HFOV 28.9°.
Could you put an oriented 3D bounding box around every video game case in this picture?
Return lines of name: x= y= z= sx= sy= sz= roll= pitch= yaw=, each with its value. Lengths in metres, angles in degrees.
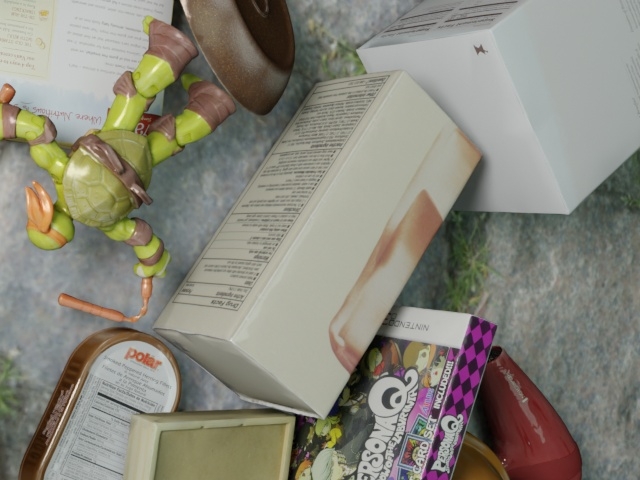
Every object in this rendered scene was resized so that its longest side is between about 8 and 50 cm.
video game case: x=0.049 y=0.171 z=1.139 sx=0.042 sy=0.210 sz=0.232 roll=25 pitch=78 yaw=-32

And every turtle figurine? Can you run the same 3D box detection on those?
turtle figurine: x=-0.174 y=-0.073 z=0.989 sx=0.217 sy=0.087 sz=0.269 roll=-52 pitch=122 yaw=-17

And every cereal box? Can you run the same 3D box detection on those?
cereal box: x=-0.208 y=-0.197 z=1.038 sx=0.173 sy=0.047 sz=0.240 roll=7 pitch=90 yaw=-35

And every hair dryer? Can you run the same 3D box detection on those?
hair dryer: x=0.187 y=0.258 z=1.320 sx=0.224 sy=0.080 sz=0.293 roll=7 pitch=88 yaw=-35

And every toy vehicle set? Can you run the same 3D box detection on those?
toy vehicle set: x=-0.110 y=0.286 z=1.112 sx=0.166 sy=0.035 sz=0.266 roll=7 pitch=92 yaw=-44

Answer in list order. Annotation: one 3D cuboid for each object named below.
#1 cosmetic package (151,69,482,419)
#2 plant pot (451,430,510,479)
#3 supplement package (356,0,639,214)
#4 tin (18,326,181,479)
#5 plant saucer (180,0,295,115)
cosmetic package: x=0.000 y=0.000 z=1.133 sx=0.129 sy=0.153 sz=0.296 roll=43 pitch=70 yaw=-28
plant pot: x=0.115 y=0.282 z=1.174 sx=0.205 sy=0.188 sz=0.205 roll=-2 pitch=95 yaw=-19
supplement package: x=0.221 y=-0.179 z=1.251 sx=0.263 sy=0.198 sz=0.199 roll=-39 pitch=114 yaw=-28
tin: x=-0.188 y=0.168 z=1.079 sx=0.106 sy=0.040 sz=0.189 roll=32 pitch=74 yaw=-36
plant saucer: x=-0.068 y=-0.207 z=1.073 sx=0.198 sy=0.036 sz=0.198 roll=53 pitch=27 yaw=-43
